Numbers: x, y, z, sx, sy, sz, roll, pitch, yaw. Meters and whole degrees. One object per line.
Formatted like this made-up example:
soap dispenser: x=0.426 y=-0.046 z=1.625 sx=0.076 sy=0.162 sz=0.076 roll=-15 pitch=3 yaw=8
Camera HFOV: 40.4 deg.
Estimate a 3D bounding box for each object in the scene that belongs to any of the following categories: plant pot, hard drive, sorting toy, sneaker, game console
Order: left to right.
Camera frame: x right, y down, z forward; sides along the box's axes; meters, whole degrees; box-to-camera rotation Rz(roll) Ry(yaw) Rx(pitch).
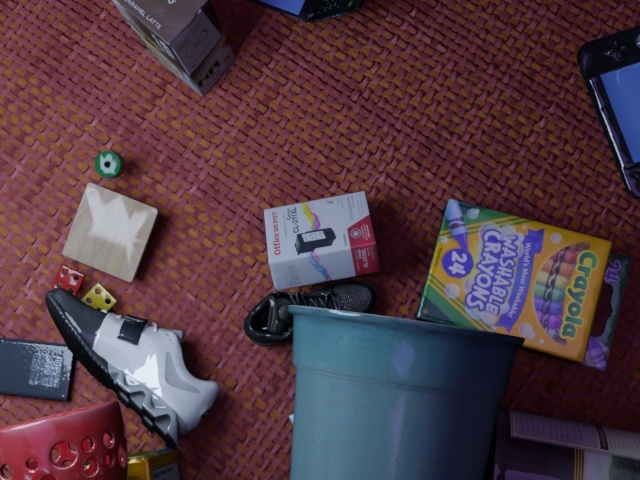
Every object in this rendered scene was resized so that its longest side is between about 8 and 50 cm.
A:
hard drive: x=-0.486 y=0.218 z=1.475 sx=0.135 sy=0.022 sz=0.094 roll=5 pitch=81 yaw=4
plant pot: x=-0.353 y=0.321 z=1.174 sx=0.191 sy=0.191 sz=0.174 roll=-11 pitch=83 yaw=2
sorting toy: x=-0.355 y=-0.006 z=1.484 sx=0.132 sy=0.046 sz=0.274 roll=21 pitch=93 yaw=7
sneaker: x=-0.306 y=0.179 z=1.430 sx=0.330 sy=0.122 sz=0.146 roll=43 pitch=63 yaw=5
sneaker: x=-0.016 y=0.118 z=1.409 sx=0.227 sy=0.130 sz=0.087 roll=-12 pitch=82 yaw=0
plant pot: x=0.098 y=0.280 z=1.235 sx=0.341 sy=0.341 sz=0.334 roll=8 pitch=85 yaw=5
game console: x=0.593 y=-0.245 z=1.405 sx=0.250 sy=0.173 sz=0.293 roll=-18 pitch=80 yaw=0

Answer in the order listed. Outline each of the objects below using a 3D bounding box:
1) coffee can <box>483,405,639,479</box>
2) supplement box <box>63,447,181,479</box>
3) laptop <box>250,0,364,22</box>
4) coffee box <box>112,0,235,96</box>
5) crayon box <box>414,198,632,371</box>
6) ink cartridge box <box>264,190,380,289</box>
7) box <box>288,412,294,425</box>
coffee can: x=0.380 y=0.370 z=1.305 sx=0.275 sy=0.201 sz=0.201 roll=9 pitch=82 yaw=5
supplement box: x=-0.309 y=0.515 z=1.329 sx=0.195 sy=0.194 sz=0.356 roll=-10 pitch=80 yaw=2
laptop: x=-0.005 y=-0.514 z=1.503 sx=0.136 sy=0.264 sz=0.234 roll=26 pitch=83 yaw=-30
coffee box: x=-0.239 y=-0.352 z=1.437 sx=0.141 sy=0.246 sz=0.098 roll=40 pitch=86 yaw=8
crayon box: x=0.336 y=0.074 z=1.416 sx=0.323 sy=0.083 sz=0.203 roll=15 pitch=82 yaw=5
ink cartridge box: x=0.000 y=0.000 z=1.426 sx=0.175 sy=0.072 sz=0.127 roll=-11 pitch=47 yaw=2
box: x=0.050 y=0.365 z=1.393 sx=0.100 sy=0.060 sz=0.244 roll=-28 pitch=80 yaw=-8
